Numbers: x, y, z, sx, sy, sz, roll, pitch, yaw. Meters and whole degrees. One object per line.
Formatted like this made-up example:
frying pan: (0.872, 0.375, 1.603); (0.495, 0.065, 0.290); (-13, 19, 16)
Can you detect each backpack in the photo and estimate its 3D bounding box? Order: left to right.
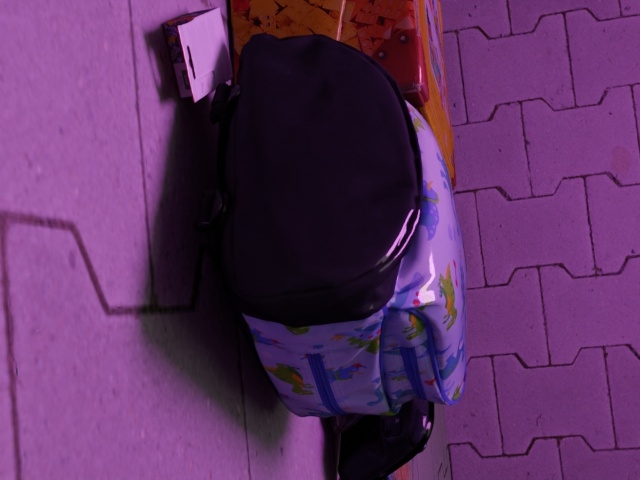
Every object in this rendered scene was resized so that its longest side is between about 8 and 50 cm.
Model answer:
backpack: (0.028, 0.030, 0.785); (0.355, 0.273, 0.290); (98, -8, -51)

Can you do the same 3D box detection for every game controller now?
game controller: (0.090, 0.192, 1.154); (0.166, 0.067, 0.319); (-53, -165, 32)

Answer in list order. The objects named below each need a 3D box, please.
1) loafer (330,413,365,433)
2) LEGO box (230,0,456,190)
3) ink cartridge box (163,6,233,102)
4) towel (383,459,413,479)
loafer: (0.031, 0.182, 1.121); (0.061, 0.062, 0.170); (-58, -168, 31)
LEGO box: (0.048, -0.281, 1.076); (0.500, 0.193, 0.372); (34, 51, -74)
ink cartridge box: (-0.104, -0.153, 0.691); (0.115, 0.029, 0.063); (-65, 147, -66)
towel: (0.150, 0.373, 1.592); (0.370, 0.040, 0.271); (-75, 155, -60)
